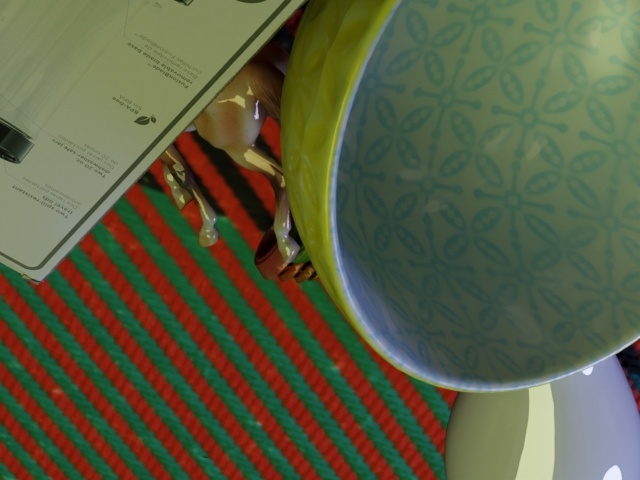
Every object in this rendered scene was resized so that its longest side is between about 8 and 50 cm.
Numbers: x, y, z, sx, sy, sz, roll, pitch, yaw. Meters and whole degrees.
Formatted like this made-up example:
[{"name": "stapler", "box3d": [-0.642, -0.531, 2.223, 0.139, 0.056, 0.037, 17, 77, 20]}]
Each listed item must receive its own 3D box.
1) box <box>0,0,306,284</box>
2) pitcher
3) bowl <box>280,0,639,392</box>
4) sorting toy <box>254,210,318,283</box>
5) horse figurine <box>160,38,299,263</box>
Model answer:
[{"name": "box", "box3d": [-0.123, -0.119, 0.931, 0.169, 0.087, 0.290, 30, 133, -18]}, {"name": "pitcher", "box3d": [0.166, 0.105, 1.240, 0.178, 0.125, 0.207, -2, 125, 1]}, {"name": "bowl", "box3d": [0.087, -0.085, 1.004, 0.156, 0.289, 0.289, 41, 162, 49]}, {"name": "sorting toy", "box3d": [0.000, 0.000, 1.221, 0.042, 0.061, 0.102, 34, 159, -17]}, {"name": "horse figurine", "box3d": [-0.065, -0.067, 1.132, 0.263, 0.066, 0.174, 12, 138, 48]}]
